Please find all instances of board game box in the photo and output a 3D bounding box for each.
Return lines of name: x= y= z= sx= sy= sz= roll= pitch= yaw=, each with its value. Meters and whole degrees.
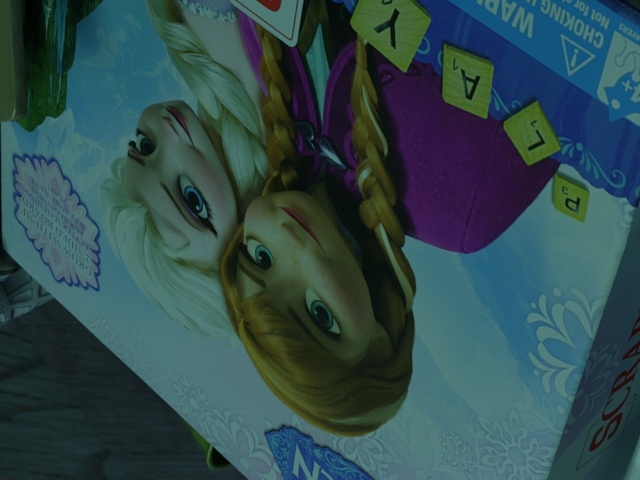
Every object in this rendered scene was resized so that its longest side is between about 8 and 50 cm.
board game box: x=-0.006 y=-0.035 z=0.648 sx=0.319 sy=0.066 sz=0.318 roll=39 pitch=140 yaw=29

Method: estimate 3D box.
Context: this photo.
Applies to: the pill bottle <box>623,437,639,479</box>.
pill bottle: x=0.233 y=0.124 z=0.666 sx=0.264 sy=0.146 sz=0.146 roll=33 pitch=145 yaw=6

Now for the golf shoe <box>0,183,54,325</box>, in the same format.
golf shoe: x=-0.172 y=0.016 z=0.882 sx=0.086 sy=0.176 sz=0.069 roll=-47 pitch=72 yaw=18

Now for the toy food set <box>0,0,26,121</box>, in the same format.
toy food set: x=-0.168 y=-0.107 z=0.708 sx=0.192 sy=0.039 sz=0.132 roll=5 pitch=98 yaw=45

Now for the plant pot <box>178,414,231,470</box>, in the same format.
plant pot: x=-0.060 y=0.068 z=0.928 sx=0.079 sy=0.083 sz=0.083 roll=39 pitch=147 yaw=18
